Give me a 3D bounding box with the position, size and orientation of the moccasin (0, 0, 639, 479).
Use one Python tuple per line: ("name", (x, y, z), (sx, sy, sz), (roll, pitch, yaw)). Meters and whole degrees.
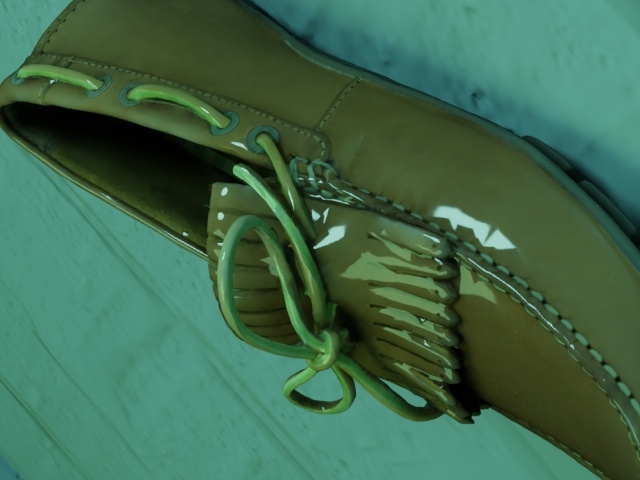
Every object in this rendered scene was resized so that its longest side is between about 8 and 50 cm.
("moccasin", (0.000, -0.002, 0.686), (0.380, 0.147, 0.139), (36, 155, 28))
